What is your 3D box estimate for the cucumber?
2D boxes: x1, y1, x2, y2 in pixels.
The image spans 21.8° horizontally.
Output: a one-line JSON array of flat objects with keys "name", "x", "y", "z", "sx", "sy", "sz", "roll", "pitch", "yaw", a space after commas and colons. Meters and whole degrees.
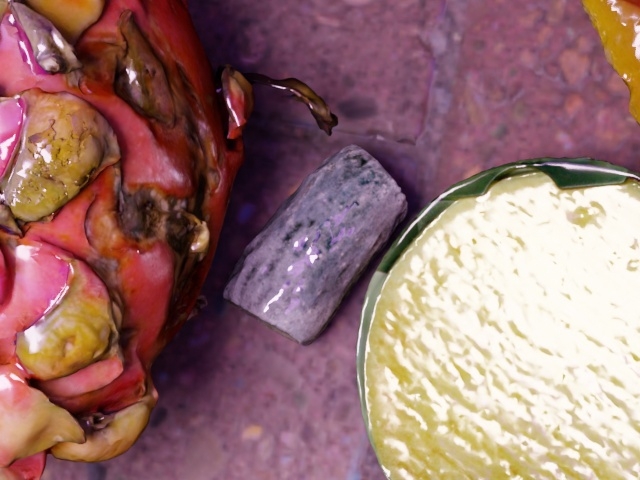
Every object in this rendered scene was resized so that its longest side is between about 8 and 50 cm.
[{"name": "cucumber", "x": -0.001, "y": 0.002, "z": 0.910, "sx": 0.064, "sy": 0.064, "sz": 0.112, "roll": 36, "pitch": 85, "yaw": 7}]

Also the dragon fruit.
[{"name": "dragon fruit", "x": -0.160, "y": -0.008, "z": 0.820, "sx": 0.250, "sy": 0.269, "sz": 0.291, "roll": -21, "pitch": 58, "yaw": 30}]

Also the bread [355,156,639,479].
[{"name": "bread", "x": 0.126, "y": 0.069, "z": 0.884, "sx": 0.228, "sy": 0.033, "sz": 0.229, "roll": 1, "pitch": 93, "yaw": 19}]

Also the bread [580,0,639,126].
[{"name": "bread", "x": 0.238, "y": -0.109, "z": 0.877, "sx": 0.185, "sy": 0.109, "sz": 0.380, "roll": -27, "pitch": 86, "yaw": 2}]
